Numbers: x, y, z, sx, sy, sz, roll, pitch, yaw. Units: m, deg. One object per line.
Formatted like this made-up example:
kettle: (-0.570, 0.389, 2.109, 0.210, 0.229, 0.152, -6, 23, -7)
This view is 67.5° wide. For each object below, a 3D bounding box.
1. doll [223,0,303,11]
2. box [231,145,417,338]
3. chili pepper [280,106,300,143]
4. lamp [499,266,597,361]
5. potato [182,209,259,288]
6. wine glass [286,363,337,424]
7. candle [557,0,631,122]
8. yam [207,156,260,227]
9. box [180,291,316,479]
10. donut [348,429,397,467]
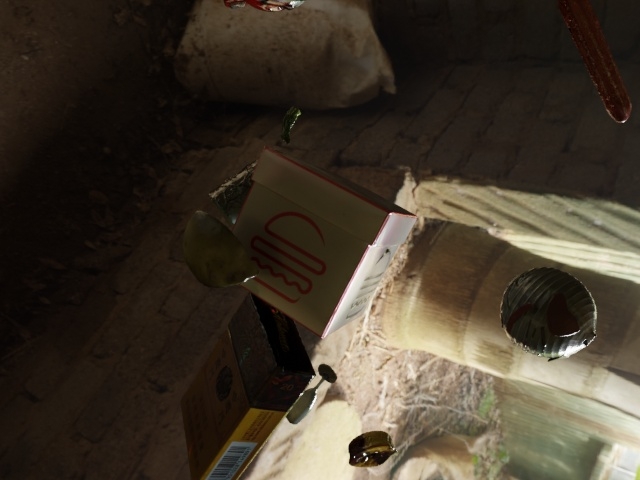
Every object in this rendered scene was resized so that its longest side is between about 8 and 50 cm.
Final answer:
doll: (-0.068, -0.475, 0.797, 0.183, 0.363, 0.160, -23, 109, -50)
box: (0.000, 0.000, 1.103, 0.300, 0.312, 0.314, -64, 162, 10)
chili pepper: (-0.075, -0.279, 1.149, 0.030, 0.034, 0.091, -134, -115, -80)
lamp: (0.575, 0.185, 1.208, 0.233, 0.233, 0.265, -61, 140, -24)
potato: (-0.208, 0.021, 0.927, 0.081, 0.149, 0.120, -41, 132, -36)
wine glass: (-0.032, 0.426, 1.317, 0.066, 0.066, 0.198, -11, 141, -57)
candle: (0.477, -0.354, 0.848, 0.051, 0.048, 0.329, -47, 111, -27)
yam: (-0.291, -0.195, 2.014, 0.348, 0.241, 0.241, -43, 137, -22)
box: (-0.193, 0.361, 1.170, 0.116, 0.264, 0.415, 20, 115, -32)
donut: (0.139, 0.577, 1.322, 0.140, 0.140, 0.059, 65, 7, -45)
